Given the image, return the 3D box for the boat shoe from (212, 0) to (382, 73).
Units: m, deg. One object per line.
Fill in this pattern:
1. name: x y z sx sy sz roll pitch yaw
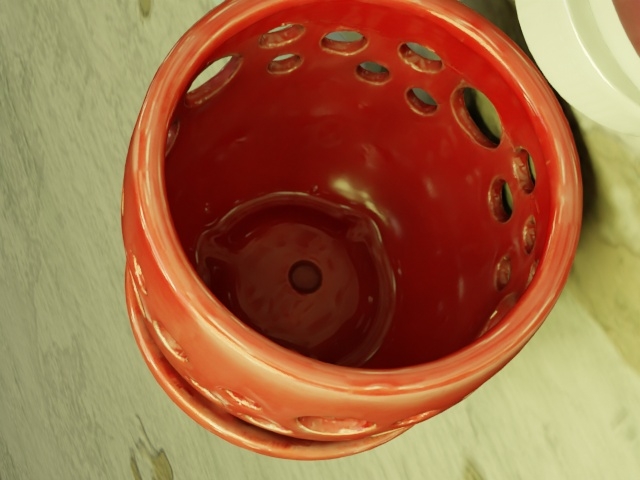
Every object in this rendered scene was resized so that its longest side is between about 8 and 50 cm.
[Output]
1. boat shoe: -0.025 -0.156 1.005 0.183 0.083 0.065 40 151 7

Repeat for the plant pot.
1. plant pot: 0.000 0.000 0.885 0.191 0.191 0.174 67 160 13

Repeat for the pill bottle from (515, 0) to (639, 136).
1. pill bottle: 0.148 -0.090 0.556 0.221 0.121 0.121 -12 95 68
